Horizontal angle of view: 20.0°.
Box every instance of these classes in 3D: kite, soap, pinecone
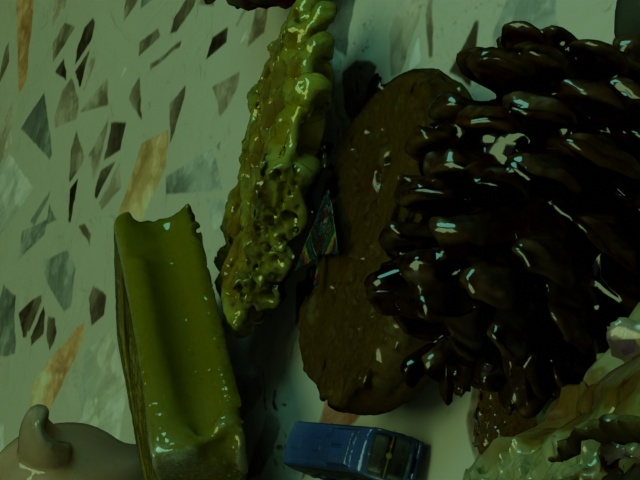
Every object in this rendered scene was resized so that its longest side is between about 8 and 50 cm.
[{"bbox_3d":[0.000,0.000,1.550,0.122,0.004,0.090,146,134,-67],"label":"kite"},{"bbox_3d":[-0.137,0.140,1.735,0.199,0.091,0.315,93,167,-45],"label":"soap"},{"bbox_3d":[0.149,-0.014,1.147,0.272,0.224,0.224,-60,22,-18],"label":"pinecone"}]

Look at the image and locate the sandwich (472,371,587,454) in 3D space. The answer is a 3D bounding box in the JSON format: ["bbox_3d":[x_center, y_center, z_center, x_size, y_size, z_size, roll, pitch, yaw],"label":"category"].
[{"bbox_3d":[0.154,0.129,1.255,0.159,0.079,0.235,-50,37,42],"label":"sandwich"}]

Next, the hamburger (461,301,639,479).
[{"bbox_3d":[0.261,0.119,0.858,0.268,0.287,0.445,-47,2,-21],"label":"hamburger"}]

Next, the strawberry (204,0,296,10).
[{"bbox_3d":[-0.048,-0.356,1.796,0.205,0.205,0.244,-26,34,57],"label":"strawberry"}]

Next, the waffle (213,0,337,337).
[{"bbox_3d":[-0.042,-0.069,1.688,0.312,0.060,0.307,125,154,-68],"label":"waffle"}]

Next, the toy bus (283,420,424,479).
[{"bbox_3d":[0.026,0.178,1.505,0.153,0.061,0.051,-7,67,64],"label":"toy bus"}]

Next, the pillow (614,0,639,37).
[{"bbox_3d":[0.289,-0.266,1.157,0.228,0.101,0.326,-5,72,66],"label":"pillow"}]

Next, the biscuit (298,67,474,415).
[{"bbox_3d":[0.064,0.002,1.490,0.296,0.075,0.295,-167,90,-71],"label":"biscuit"}]

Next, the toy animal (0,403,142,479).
[{"bbox_3d":[-0.257,0.326,1.790,0.237,0.269,0.326,-44,1,37],"label":"toy animal"}]
